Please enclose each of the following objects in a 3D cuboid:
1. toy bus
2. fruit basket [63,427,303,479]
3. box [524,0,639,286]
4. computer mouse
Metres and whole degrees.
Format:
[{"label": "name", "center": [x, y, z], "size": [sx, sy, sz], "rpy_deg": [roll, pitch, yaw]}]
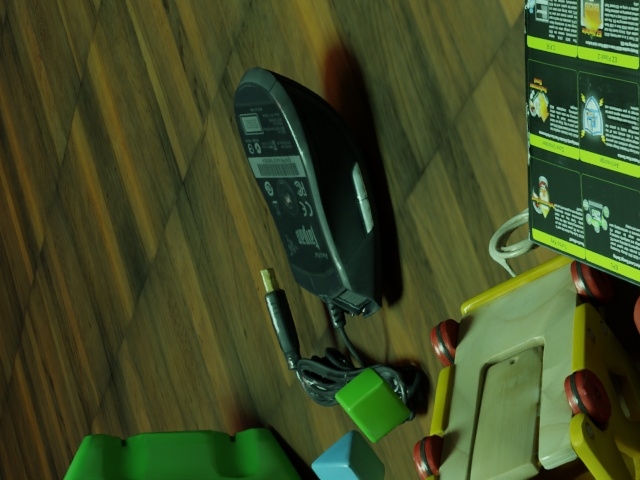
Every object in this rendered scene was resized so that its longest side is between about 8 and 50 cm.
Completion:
[{"label": "toy bus", "center": [0.119, 0.091, 0.935], "size": [0.104, 0.202, 0.191], "rpy_deg": [53, 162, -22]}, {"label": "fruit basket", "center": [-0.090, 0.374, 1.493], "size": [0.392, 0.283, 0.392], "rpy_deg": [178, 90, -85]}, {"label": "box", "center": [0.153, -0.071, 0.838], "size": [0.191, 0.045, 0.184], "rpy_deg": [-154, 57, -66]}, {"label": "computer mouse", "center": [0.000, 0.000, 1.299], "size": [0.184, 0.060, 0.262], "rpy_deg": [-8, 104, 66]}]
